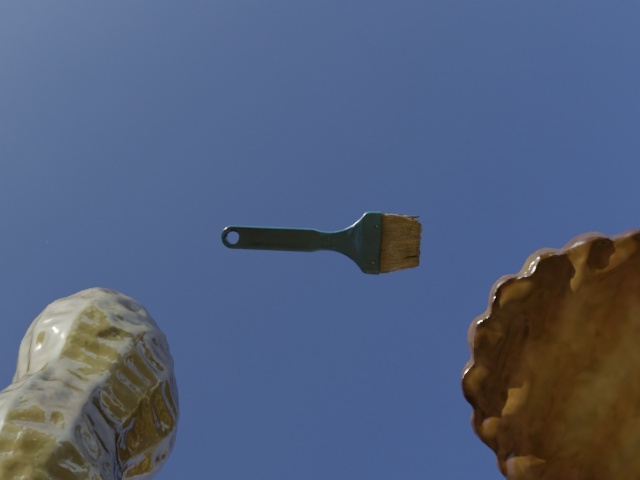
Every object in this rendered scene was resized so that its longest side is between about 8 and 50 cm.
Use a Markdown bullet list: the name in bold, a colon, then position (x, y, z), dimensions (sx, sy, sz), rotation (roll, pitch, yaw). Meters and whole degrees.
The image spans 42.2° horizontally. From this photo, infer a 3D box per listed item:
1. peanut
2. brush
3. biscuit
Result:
- **peanut**: position (-0.167, 0.138, 0.556), dimensions (0.136, 0.298, 0.120), rotation (31, -69, -11)
- **brush**: position (0.000, 0.000, 0.675), dimensions (0.164, 0.014, 0.051), rotation (3, -91, 3)
- **biscuit**: position (0.316, 0.146, 0.893), dimensions (0.325, 0.107, 0.326), rotation (0, -88, 10)
